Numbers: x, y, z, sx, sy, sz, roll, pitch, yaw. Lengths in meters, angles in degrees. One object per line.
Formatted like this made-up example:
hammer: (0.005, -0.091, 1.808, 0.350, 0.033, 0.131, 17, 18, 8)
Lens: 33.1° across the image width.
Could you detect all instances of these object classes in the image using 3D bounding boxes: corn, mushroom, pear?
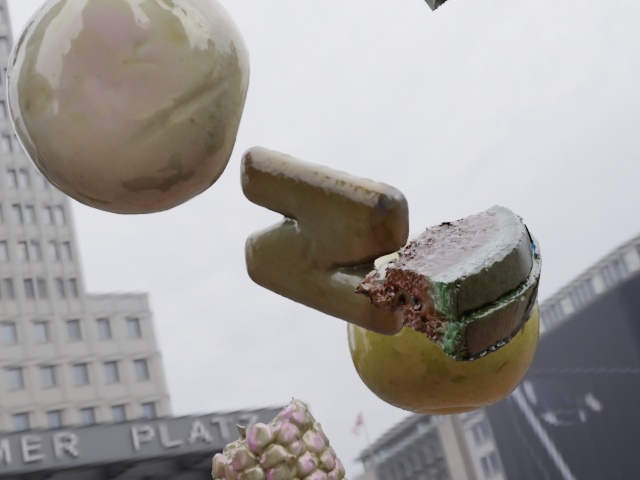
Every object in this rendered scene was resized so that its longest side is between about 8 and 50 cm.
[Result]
corn: (0.017, 0.287, 0.818, 0.126, 0.335, 0.126, -26, 4, 2)
mushroom: (-0.178, -0.147, 1.066, 0.246, 0.246, 0.202, -22, -5, 20)
pear: (0.211, 0.144, 1.866, 0.348, 0.348, 0.348, -13, -20, -5)

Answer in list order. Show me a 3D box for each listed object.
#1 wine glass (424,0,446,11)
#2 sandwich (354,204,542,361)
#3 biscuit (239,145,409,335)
wine glass: (0.102, -0.270, 1.072, 0.042, 0.083, 0.039, -39, 2, -5)
sandwich: (0.138, 0.021, 1.017, 0.159, 0.079, 0.235, 13, 27, 35)
biscuit: (0.000, 0.000, 1.541, 0.062, 0.290, 0.237, -32, -47, -43)
